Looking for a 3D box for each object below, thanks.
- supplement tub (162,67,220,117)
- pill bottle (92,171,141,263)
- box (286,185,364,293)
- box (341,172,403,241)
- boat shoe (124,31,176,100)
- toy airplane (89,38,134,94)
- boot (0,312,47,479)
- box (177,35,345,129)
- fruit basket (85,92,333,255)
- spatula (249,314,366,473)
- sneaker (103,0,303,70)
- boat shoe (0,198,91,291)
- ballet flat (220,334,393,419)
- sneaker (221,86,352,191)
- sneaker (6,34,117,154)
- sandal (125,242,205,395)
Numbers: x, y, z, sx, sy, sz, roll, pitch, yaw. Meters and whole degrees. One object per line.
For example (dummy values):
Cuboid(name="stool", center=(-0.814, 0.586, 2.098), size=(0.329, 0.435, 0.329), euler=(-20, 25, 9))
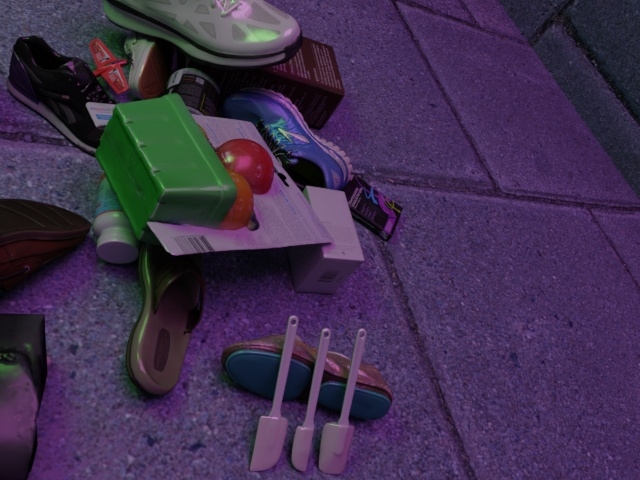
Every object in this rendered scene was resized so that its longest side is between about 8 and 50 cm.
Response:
Cuboid(name="supplement tub", center=(-0.273, -0.254, 1.099), size=(0.116, 0.117, 0.191), euler=(19, 47, -20))
Cuboid(name="pill bottle", center=(-0.336, -0.045, 0.911), size=(0.087, 0.087, 0.160), euler=(12, 50, -26))
Cuboid(name="box", center=(0.000, 0.000, 1.066), size=(0.091, 0.130, 0.171), euler=(6, 53, -28))
Cuboid(name="box", center=(0.115, -0.083, 1.281), size=(0.162, 0.029, 0.116), euler=(33, 44, -5))
Cuboid(name="boat shoe", center=(-0.384, -0.417, 1.184), size=(0.096, 0.098, 0.277), euler=(3, 59, 6))
Cuboid(name="toy airplane", center=(-0.449, -0.337, 1.085), size=(0.151, 0.028, 0.151), euler=(3, 65, -7))
Cuboid(name="boot", center=(-0.531, 0.231, 0.538), size=(0.445, 0.146, 0.367), euler=(13, 52, -31))
Cuboid(name="box", center=(-0.145, -0.419, 1.303), size=(0.381, 0.143, 0.191), euler=(11, 52, -29))
Cuboid(name="fruit basket", center=(-0.178, -0.102, 0.914), size=(0.353, 0.165, 0.327), euler=(-1, 50, -53))
Cuboid(name="spatula", center=(-0.009, 0.247, 0.846), size=(0.168, 0.019, 0.242), euler=(13, 87, -19))
Cuboid(name="sneaker", center=(-0.246, -0.502, 1.032), size=(0.447, 0.258, 0.169), euler=(18, 59, 7))
Cuboid(name="boat shoe", center=(-0.455, 0.012, 0.753), size=(0.110, 0.105, 0.307), euler=(26, 13, 13))
Cuboid(name="ballet flat", center=(-0.023, 0.220, 0.914), size=(0.315, 0.108, 0.106), euler=(26, 25, -21))
Cuboid(name="sneaker", center=(-0.083, -0.209, 1.182), size=(0.330, 0.130, 0.147), euler=(36, 42, -3))
Cuboid(name="sneaker", center=(-0.443, -0.261, 0.987), size=(0.283, 0.124, 0.107), euler=(32, 45, -8))
Cuboid(name="sandal", center=(-0.225, 0.092, 0.851), size=(0.120, 0.086, 0.303), euler=(34, 42, -44))
